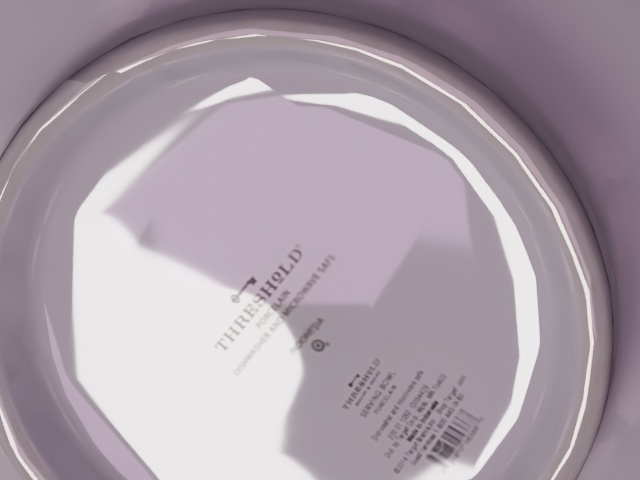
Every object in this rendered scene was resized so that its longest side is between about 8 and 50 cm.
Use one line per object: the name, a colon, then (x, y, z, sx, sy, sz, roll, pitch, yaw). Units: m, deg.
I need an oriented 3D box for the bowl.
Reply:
bowl: (0.000, 0.000, 0.429, 0.298, 0.134, 0.297, 3, 110, 9)
